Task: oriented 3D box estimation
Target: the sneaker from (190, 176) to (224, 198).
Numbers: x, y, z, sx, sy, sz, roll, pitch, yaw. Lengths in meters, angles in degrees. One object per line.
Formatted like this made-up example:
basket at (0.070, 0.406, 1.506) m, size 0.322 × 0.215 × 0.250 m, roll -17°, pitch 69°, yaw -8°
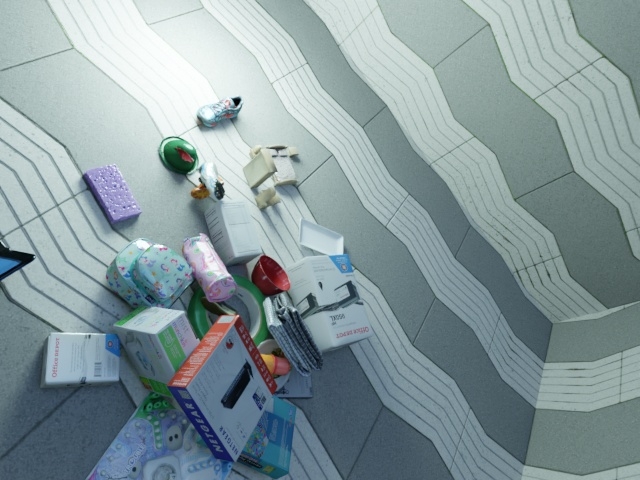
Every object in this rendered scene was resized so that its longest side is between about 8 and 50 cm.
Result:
sneaker at (-0.483, -0.223, 2.006) m, size 0.067 × 0.064 × 0.175 m, roll 40°, pitch 39°, yaw 12°

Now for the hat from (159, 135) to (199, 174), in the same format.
hat at (-0.532, -0.377, 1.942) m, size 0.172 × 0.183 × 0.209 m, roll -19°, pitch 81°, yaw -45°

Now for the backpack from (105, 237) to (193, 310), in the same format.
backpack at (-0.586, 0.118, 1.641) m, size 0.253 × 0.191 × 0.225 m, roll 41°, pitch 38°, yaw -7°

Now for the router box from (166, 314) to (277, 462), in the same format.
router box at (-0.291, 0.460, 1.508) m, size 0.301 × 0.082 × 0.336 m, roll -57°, pitch 133°, yaw -48°

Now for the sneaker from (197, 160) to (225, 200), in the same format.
sneaker at (-0.443, -0.231, 1.926) m, size 0.085 × 0.086 × 0.237 m, roll 62°, pitch 1°, yaw -46°

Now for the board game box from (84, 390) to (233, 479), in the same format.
board game box at (-0.487, 0.738, 1.491) m, size 0.390 × 0.050 × 0.390 m, roll 44°, pitch 46°, yaw -15°

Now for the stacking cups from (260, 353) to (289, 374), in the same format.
stacking cups at (-0.267, 0.437, 1.716) m, size 0.316 × 0.096 × 0.096 m, roll 15°, pitch 59°, yaw -28°

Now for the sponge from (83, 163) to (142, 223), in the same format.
sponge at (-0.756, -0.173, 1.747) m, size 0.117 × 0.031 × 0.210 m, roll -28°, pitch 88°, yaw -46°

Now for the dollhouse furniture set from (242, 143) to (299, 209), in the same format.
dollhouse furniture set at (-0.161, -0.330, 2.254) m, size 0.355 × 0.173 × 0.304 m, roll -14°, pitch 78°, yaw -44°

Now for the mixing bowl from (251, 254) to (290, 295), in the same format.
mixing bowl at (-0.220, 0.159, 1.976) m, size 0.181 × 0.098 × 0.181 m, roll 45°, pitch 18°, yaw -19°

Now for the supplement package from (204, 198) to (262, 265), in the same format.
supplement package at (-0.356, -0.031, 1.950) m, size 0.139 × 0.133 × 0.244 m, roll -7°, pitch 74°, yaw -43°

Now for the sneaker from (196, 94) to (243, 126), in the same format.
sneaker at (-0.452, -0.607, 2.176) m, size 0.104 × 0.125 × 0.262 m, roll 53°, pitch 44°, yaw -5°

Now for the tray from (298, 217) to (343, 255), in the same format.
tray at (0.000, 0.000, 2.323) m, size 0.270 × 0.030 × 0.145 m, roll 23°, pitch 54°, yaw -31°

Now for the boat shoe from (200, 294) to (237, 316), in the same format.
boat shoe at (-0.369, 0.243, 1.750) m, size 0.152 × 0.056 × 0.049 m, roll 41°, pitch 36°, yaw -22°

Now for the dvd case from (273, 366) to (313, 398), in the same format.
dvd case at (-0.135, 0.540, 1.920) m, size 0.238 × 0.029 × 0.180 m, roll 14°, pitch 59°, yaw -37°

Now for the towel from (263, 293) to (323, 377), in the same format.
towel at (-0.101, 0.351, 1.833) m, size 0.121 × 0.235 × 0.284 m, roll -30°, pitch 108°, yaw -3°

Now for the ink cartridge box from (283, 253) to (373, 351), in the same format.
ink cartridge box at (0.038, 0.275, 2.102) m, size 0.285 × 0.166 × 0.395 m, roll -2°, pitch 70°, yaw -48°

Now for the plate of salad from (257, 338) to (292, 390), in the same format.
plate of salad at (-0.182, 0.480, 1.831) m, size 0.199 × 0.048 × 0.200 m, roll 7°, pitch 80°, yaw -42°

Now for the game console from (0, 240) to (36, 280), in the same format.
game console at (-1.001, 0.056, 1.310) m, size 0.250 × 0.173 × 0.293 m, roll 51°, pitch 44°, yaw -8°

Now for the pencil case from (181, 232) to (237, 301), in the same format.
pencil case at (-0.412, 0.097, 1.759) m, size 0.124 × 0.124 × 0.284 m, roll 3°, pitch 35°, yaw -40°

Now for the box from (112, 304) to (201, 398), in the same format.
box at (-0.488, 0.350, 1.505) m, size 0.126 × 0.231 × 0.262 m, roll -40°, pitch 122°, yaw -45°

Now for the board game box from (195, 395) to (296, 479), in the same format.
board game box at (-0.249, 0.645, 1.687) m, size 0.336 × 0.079 × 0.254 m, roll 36°, pitch 33°, yaw -22°

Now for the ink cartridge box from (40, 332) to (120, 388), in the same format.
ink cartridge box at (-0.725, 0.363, 1.452) m, size 0.203 × 0.085 × 0.148 m, roll 11°, pitch 61°, yaw -38°

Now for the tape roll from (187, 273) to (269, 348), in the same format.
tape roll at (-0.345, 0.291, 1.833) m, size 0.321 × 0.077 × 0.322 m, roll 20°, pitch 56°, yaw -32°
